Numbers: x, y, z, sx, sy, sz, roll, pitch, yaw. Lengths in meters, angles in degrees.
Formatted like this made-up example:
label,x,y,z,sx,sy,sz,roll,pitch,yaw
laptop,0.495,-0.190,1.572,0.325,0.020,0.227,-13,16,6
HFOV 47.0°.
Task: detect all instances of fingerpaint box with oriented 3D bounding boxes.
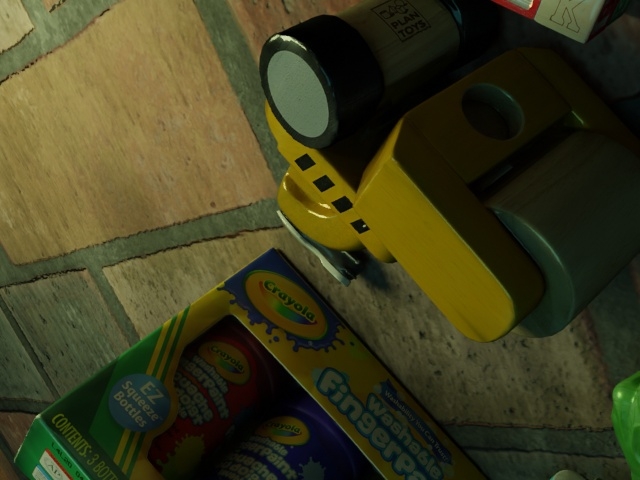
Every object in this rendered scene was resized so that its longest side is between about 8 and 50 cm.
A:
label,x,y,z,sx,sy,sz,roll,pitch,yaw
fingerpaint box,-0.052,0.283,0.863,0.445,0.371,0.163,48,137,6

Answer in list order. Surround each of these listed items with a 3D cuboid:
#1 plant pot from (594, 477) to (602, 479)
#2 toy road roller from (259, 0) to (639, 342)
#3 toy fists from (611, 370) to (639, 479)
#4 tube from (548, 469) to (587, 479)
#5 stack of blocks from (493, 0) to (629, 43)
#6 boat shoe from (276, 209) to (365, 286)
label,x,y,z,sx,sy,sz,roll,pitch,yaw
plant pot,0.329,0.287,0.755,0.079,0.083,0.083,-13,108,33
toy road roller,0.093,-0.057,0.645,0.329,0.202,0.240,49,150,12
toy fists,0.388,0.170,0.608,0.279,0.096,0.142,7,132,36
tube,0.249,0.342,0.873,0.080,0.052,0.207,15,134,-9
stack of blocks,0.112,-0.293,0.541,0.297,0.087,0.171,33,134,21
boat shoe,0.000,0.000,0.874,0.125,0.038,0.046,44,179,17
